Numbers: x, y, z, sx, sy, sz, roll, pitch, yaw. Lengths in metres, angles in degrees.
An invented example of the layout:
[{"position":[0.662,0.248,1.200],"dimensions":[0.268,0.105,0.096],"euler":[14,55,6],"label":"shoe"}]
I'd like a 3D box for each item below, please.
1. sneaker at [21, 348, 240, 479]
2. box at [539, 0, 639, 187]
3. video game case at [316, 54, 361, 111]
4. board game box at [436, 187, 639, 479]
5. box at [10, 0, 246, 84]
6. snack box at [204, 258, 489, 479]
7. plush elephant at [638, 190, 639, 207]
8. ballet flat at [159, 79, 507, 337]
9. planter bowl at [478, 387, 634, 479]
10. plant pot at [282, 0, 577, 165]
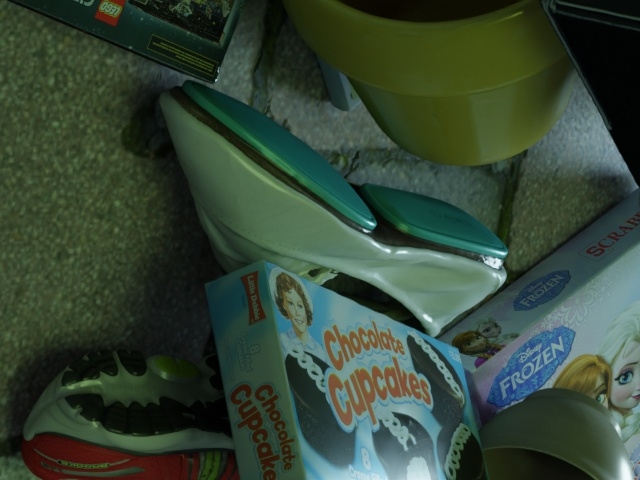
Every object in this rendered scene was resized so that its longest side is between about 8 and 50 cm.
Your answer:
[{"position":[-0.105,0.152,1.507],"dimensions":[0.279,0.107,0.118],"euler":[13,133,-35],"label":"sneaker"},{"position":[0.425,-0.231,1.389],"dimensions":[0.471,0.297,0.480],"euler":[-67,152,-13],"label":"box"},{"position":[0.055,-0.239,1.553],"dimensions":[0.193,0.023,0.212],"euler":[-39,131,-26],"label":"video game case"},{"position":[0.256,0.155,1.883],"dimensions":[0.319,0.066,0.318],"euler":[-35,128,-28],"label":"board game box"},{"position":[-0.137,-0.219,1.358],"dimensions":[0.233,0.044,0.159],"euler":[20,92,-47],"label":"box"},{"position":[0.033,0.144,1.517],"dimensions":[0.322,0.060,0.187],"euler":[26,47,-56],"label":"snack box"},{"position":[0.437,-0.200,1.779],"dimensions":[0.255,0.272,0.330],"euler":[73,26,-50],"label":"plush elephant"},{"position":[0.000,0.000,1.539],"dimensions":[0.400,0.139,0.139],"euler":[23,90,-48],"label":"ballet flat"},{"position":[0.204,0.198,1.709],"dimensions":[0.109,0.162,0.162],"euler":[-60,142,-42],"label":"planter bowl"},{"position":[0.099,-0.185,1.435],"dimensions":[0.254,0.254,0.239],"euler":[-49,155,-18],"label":"plant pot"}]
